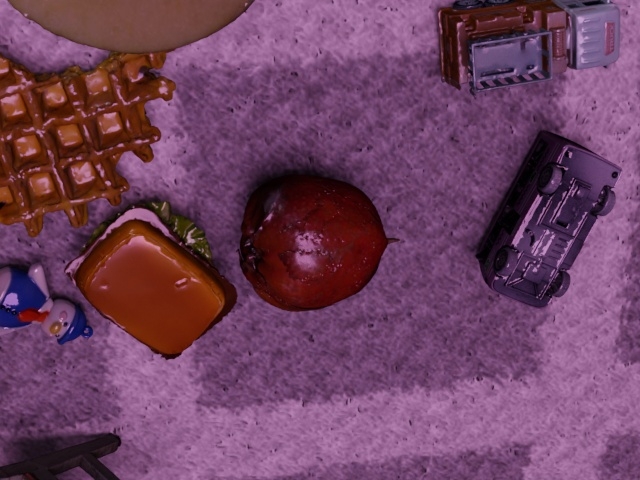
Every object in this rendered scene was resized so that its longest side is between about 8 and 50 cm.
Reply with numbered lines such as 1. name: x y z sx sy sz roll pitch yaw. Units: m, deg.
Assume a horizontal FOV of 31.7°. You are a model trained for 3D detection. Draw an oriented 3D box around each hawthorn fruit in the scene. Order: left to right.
1. hawthorn fruit: 0.000 0.000 1.161 0.172 0.148 0.148 -7 115 -21

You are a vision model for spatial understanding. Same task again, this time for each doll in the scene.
1. doll: -0.302 0.070 1.181 0.143 0.057 0.099 29 109 -27

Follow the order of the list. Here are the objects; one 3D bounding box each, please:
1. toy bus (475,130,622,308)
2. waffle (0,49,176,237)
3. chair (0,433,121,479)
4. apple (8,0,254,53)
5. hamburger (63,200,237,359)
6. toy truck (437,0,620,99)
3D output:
1. toy bus: 0.243 -0.022 1.220 0.087 0.098 0.178 21 105 -20
2. waffle: -0.300 -0.130 1.087 0.293 0.069 0.259 21 112 -20
3. chair: -0.291 0.318 1.175 0.270 0.147 0.136 -7 121 -48
4. apple: -0.159 -0.324 0.930 0.258 0.233 0.295 3 140 28
5. hamburger: -0.169 0.036 1.171 0.137 0.087 0.166 -40 116 7
6. toy truck: 0.216 -0.199 1.125 0.178 0.115 0.080 -11 115 -8
